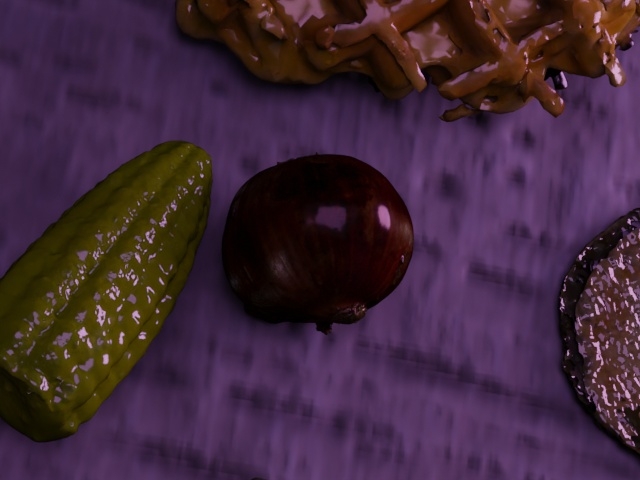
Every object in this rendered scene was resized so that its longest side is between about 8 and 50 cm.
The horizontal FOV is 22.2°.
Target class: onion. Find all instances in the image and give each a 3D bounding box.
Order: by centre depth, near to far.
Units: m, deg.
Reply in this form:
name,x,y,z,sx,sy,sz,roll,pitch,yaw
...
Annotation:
name,x,y,z,sx,sy,sz,roll,pitch,yaw
onion,0.000,0.000,0.990,0.117,0.118,0.118,-19,76,-23

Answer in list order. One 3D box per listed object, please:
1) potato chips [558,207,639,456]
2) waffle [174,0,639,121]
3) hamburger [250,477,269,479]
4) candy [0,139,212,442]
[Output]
name,x,y,z,sx,sy,sz,roll,pitch,yaw
potato chips,0.262,0.073,1.069,0.202,0.029,0.220,-35,79,-21
waffle,0.069,-0.273,1.068,0.380,0.095,0.382,10,87,-9
hamburger,-0.027,0.191,0.925,0.054,0.084,0.121,-8,71,-14
candy,-0.128,0.020,0.962,0.097,0.097,0.209,34,61,0
